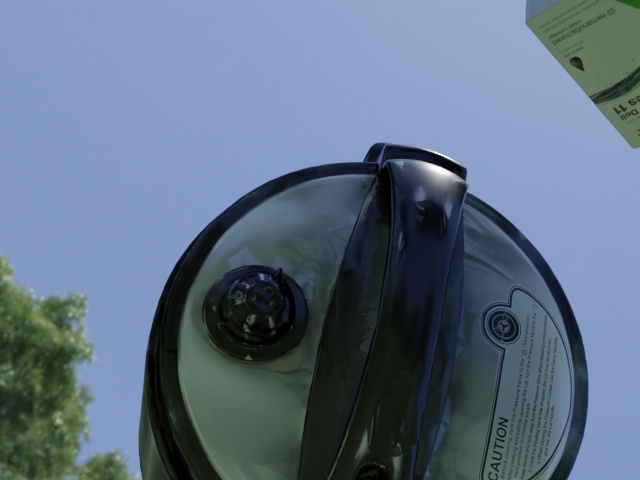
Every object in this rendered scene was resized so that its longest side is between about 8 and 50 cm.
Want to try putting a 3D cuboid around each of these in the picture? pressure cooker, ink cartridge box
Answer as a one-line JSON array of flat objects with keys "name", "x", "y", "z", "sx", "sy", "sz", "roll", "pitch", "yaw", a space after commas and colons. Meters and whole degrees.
[{"name": "pressure cooker", "x": 0.022, "y": 0.141, "z": 0.863, "sx": 0.370, "sy": 0.375, "sz": 0.420, "roll": 60, "pitch": -21, "yaw": 16}, {"name": "ink cartridge box", "x": 0.331, "y": -0.211, "z": 1.006, "sx": 0.153, "sy": 0.087, "sz": 0.208, "roll": -28, "pitch": -55, "yaw": 37}]
